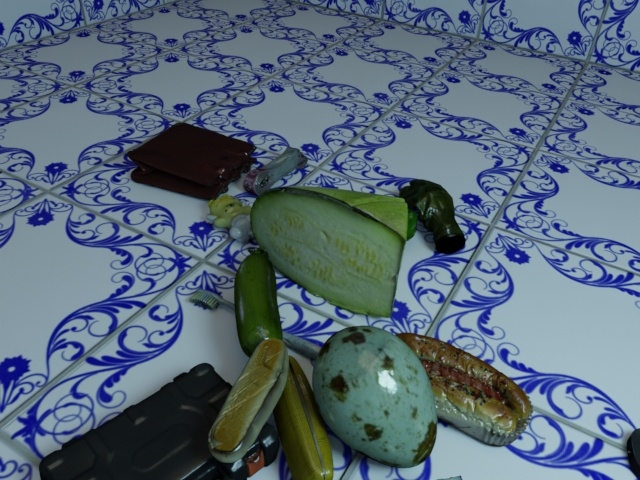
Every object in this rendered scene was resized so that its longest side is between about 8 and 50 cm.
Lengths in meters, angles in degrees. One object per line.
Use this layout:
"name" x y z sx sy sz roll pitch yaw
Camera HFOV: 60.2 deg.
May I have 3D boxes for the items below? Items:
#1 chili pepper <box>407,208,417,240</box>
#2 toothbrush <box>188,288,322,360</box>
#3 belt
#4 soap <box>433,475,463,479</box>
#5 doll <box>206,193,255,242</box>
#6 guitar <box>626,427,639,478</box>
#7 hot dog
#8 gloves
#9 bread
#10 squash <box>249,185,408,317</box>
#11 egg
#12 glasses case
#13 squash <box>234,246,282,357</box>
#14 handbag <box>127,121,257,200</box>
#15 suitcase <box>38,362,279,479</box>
"chili pepper" 0.099 -0.023 1.264 0.253 0.083 0.099 -3 36 -1
"toothbrush" -0.092 0.169 1.031 0.375 0.028 0.037 21 46 22
"belt" -0.116 -0.192 1.475 0.053 0.071 0.232 18 38 30
"soap" 0.142 0.411 0.678 0.145 0.091 0.230 -5 39 -12
"doll" -0.198 -0.054 1.292 0.106 0.062 0.162 -28 48 -29
"guitar" 0.594 0.355 0.844 0.233 0.025 0.088 12 37 12
"hot dog" 0.219 0.239 0.926 0.268 0.075 0.144 20 42 24
"gloves" 0.270 -0.074 1.333 0.135 0.107 0.268 20 24 -32
"bread" -0.097 0.234 0.814 0.073 0.053 0.214 4 37 20
"squash" 0.000 0.000 1.093 0.308 0.234 0.210 7 35 1
"egg" 0.086 0.235 0.828 0.231 0.169 0.169 53 49 -1
"glasses case" -0.034 0.278 0.848 0.064 0.079 0.234 0 36 -21
"squash" -0.119 0.099 1.031 0.087 0.087 0.331 -1 31 -7
"handbag" -0.339 -0.216 1.487 0.275 0.084 0.260 17 36 17
"suitcase" -0.224 0.314 0.796 0.285 0.066 0.206 -28 47 -36
